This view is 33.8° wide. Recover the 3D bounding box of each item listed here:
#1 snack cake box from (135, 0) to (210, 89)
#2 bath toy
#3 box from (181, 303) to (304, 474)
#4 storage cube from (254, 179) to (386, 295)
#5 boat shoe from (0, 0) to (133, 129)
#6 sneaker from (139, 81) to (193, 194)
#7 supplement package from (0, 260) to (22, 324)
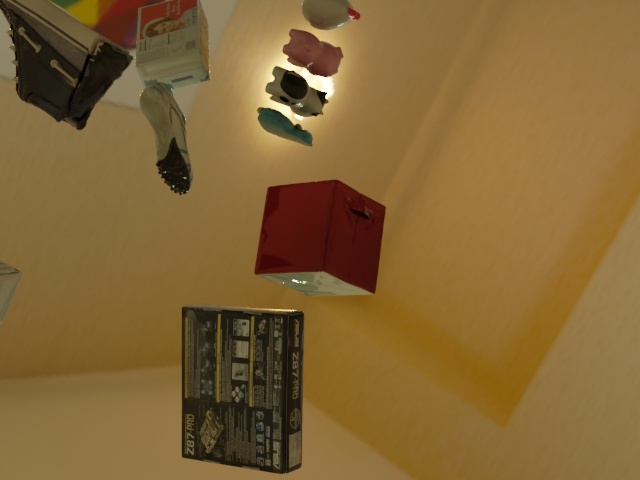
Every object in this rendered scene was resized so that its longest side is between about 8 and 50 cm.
[{"bbox_3d":[-0.343,-0.459,2.452,0.152,0.089,0.264,-14,-139,5],"label":"snack cake box"},{"bbox_3d":[-0.014,-0.388,2.313,0.129,0.348,0.151,20,177,17],"label":"bath toy"},{"bbox_3d":[-0.198,0.364,2.629,0.318,0.394,0.097,1,-177,27],"label":"box"},{"bbox_3d":[0.000,0.000,2.171,0.215,0.193,0.184,-5,160,38],"label":"storage cube"},{"bbox_3d":[-0.462,-0.309,1.691,0.340,0.158,0.127,35,-175,31],"label":"boat shoe"},{"bbox_3d":[-0.303,-0.211,2.174,0.085,0.237,0.086,-3,-160,35],"label":"sneaker"},{"bbox_3d":[-0.605,0.062,1.732,0.179,0.105,0.105,27,-172,12],"label":"supplement package"}]
